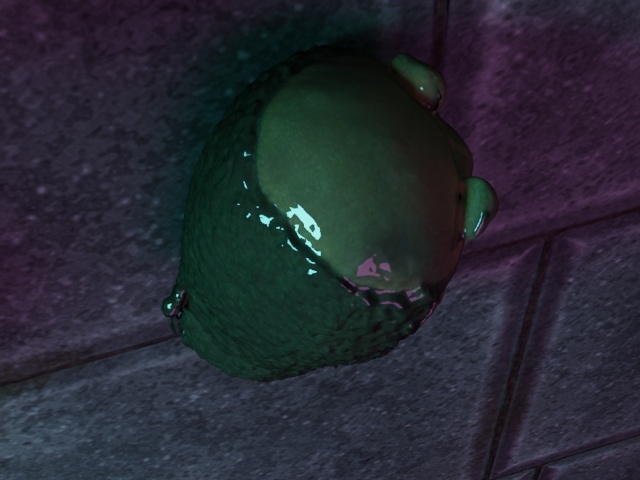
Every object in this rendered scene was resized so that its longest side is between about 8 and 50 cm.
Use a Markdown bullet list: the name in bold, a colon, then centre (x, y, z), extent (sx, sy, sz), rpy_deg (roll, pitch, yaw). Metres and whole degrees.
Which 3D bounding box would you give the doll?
- **doll**: centre (0.000, 0.000, 0.871), extent (0.247, 0.247, 0.349), rpy_deg (-2, 152, -27)
